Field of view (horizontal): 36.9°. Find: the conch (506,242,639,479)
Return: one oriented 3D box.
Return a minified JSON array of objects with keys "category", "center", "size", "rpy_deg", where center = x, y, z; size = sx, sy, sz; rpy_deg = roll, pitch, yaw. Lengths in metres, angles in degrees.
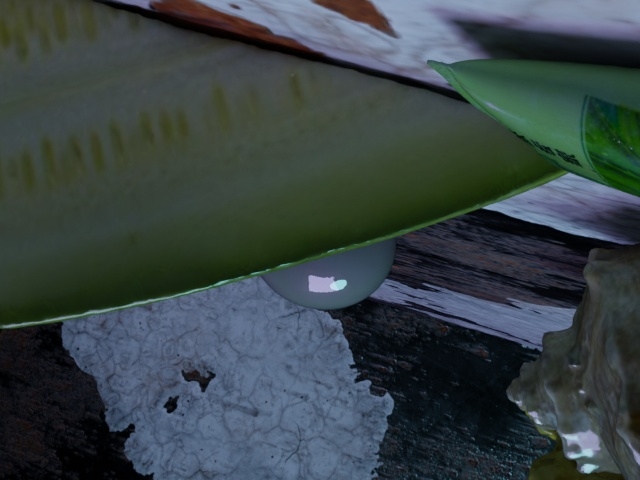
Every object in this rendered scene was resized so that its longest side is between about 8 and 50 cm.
[{"category":"conch","center":[0.296,0.120,0.588],"size":[0.352,0.210,0.297],"rpy_deg":[18,-170,16]}]

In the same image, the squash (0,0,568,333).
[{"category":"squash","center":[-0.040,-0.075,0.481],"size":[0.288,0.203,0.111],"rpy_deg":[-19,171,3]}]

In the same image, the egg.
[{"category":"egg","center":[0.000,0.000,0.726],"size":[0.103,0.103,0.135],"rpy_deg":[20,176,-30]}]

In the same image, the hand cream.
[{"category":"hand cream","center":[0.129,-0.029,0.321],"size":[0.175,0.046,0.095],"rpy_deg":[15,177,36]}]

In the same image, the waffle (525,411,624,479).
[{"category":"waffle","center":[0.315,0.159,0.751],"size":[0.307,0.060,0.312],"rpy_deg":[-9,-147,4]}]
